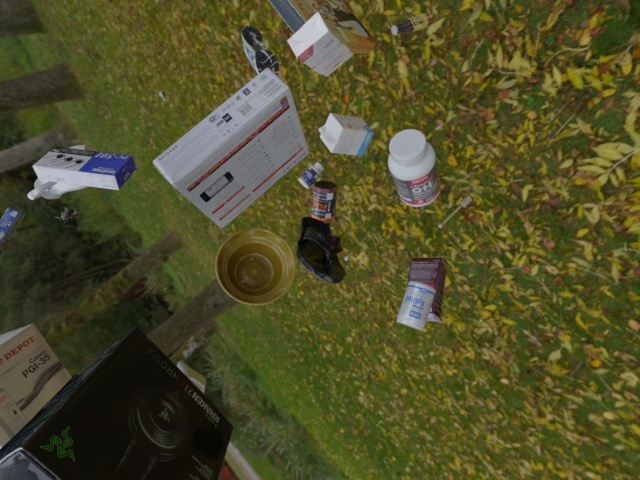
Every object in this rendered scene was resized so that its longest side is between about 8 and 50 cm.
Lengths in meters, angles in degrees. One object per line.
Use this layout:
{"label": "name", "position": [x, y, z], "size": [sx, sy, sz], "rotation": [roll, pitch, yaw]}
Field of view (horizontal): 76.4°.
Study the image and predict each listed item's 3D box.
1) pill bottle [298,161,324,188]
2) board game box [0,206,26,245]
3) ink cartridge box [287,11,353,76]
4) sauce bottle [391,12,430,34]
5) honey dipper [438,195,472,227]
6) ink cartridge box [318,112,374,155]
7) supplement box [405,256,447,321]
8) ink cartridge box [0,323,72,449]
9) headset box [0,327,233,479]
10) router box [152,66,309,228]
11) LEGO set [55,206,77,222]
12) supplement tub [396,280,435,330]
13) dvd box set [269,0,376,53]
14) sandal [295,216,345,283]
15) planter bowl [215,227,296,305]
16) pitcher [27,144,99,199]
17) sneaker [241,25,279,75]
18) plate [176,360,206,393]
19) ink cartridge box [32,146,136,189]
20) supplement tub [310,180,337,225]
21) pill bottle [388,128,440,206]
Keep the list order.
{"label": "pill bottle", "position": [-0.041, -0.302, 1.876], "size": [0.067, 0.120, 0.067], "rotation": [43, 177, 3]}
{"label": "board game box", "position": [-1.064, -0.013, 1.357], "size": [0.035, 0.201, 0.136], "rotation": [29, 167, -26]}
{"label": "ink cartridge box", "position": [0.006, -0.559, 1.180], "size": [0.115, 0.198, 0.067], "rotation": [-31, 81, 24]}
{"label": "sauce bottle", "position": [0.261, -0.622, 1.175], "size": [0.042, 0.128, 0.042], "rotation": [44, 152, 31]}
{"label": "honey dipper", "position": [0.501, -0.104, 1.521], "size": [0.030, 0.161, 0.030], "rotation": [46, 174, 6]}
{"label": "ink cartridge box", "position": [0.075, -0.334, 1.282], "size": [0.092, 0.143, 0.089], "rotation": [59, 137, 35]}
{"label": "supplement box", "position": [0.405, 0.186, 1.577], "size": [0.130, 0.239, 0.073], "rotation": [-2, 154, 38]}
{"label": "ink cartridge box", "position": [-0.656, 0.357, 0.874], "size": [0.117, 0.207, 0.282], "rotation": [-21, 105, 16]}
{"label": "headset box", "position": [-0.272, 0.301, 0.550], "size": [0.246, 0.131, 0.283], "rotation": [51, -170, -11]}
{"label": "router box", "position": [-0.197, -0.209, 1.019], "size": [0.082, 0.335, 0.301], "rotation": [46, 173, 17]}
{"label": "LEGO set", "position": [-0.850, -0.084, 1.370], "size": [0.083, 0.054, 0.023], "rotation": [9, 175, 14]}
{"label": "supplement tub", "position": [0.237, 0.160, 1.005], "size": [0.071, 0.107, 0.071], "rotation": [19, 169, 4]}
{"label": "dvd box set", "position": [0.010, -0.857, 1.571], "size": [0.307, 0.420, 0.062], "rotation": [54, 132, 6]}
{"label": "sandal", "position": [-0.002, -0.001, 1.454], "size": [0.445, 0.168, 0.107], "rotation": [-107, 37, -61]}
{"label": "planter bowl", "position": [-0.184, 0.081, 1.141], "size": [0.217, 0.217, 0.090], "rotation": [53, 158, 6]}
{"label": "pitcher", "position": [-0.786, -0.200, 1.258], "size": [0.125, 0.207, 0.177], "rotation": [57, -171, -24]}
{"label": "sneaker", "position": [-0.279, -0.847, 1.902], "size": [0.282, 0.110, 0.122], "rotation": [66, 164, 1]}
{"label": "plate", "position": [-0.529, 0.636, 1.568], "size": [0.045, 0.277, 0.278], "rotation": [9, 150, 12]}
{"label": "ink cartridge box", "position": [-0.594, -0.185, 1.033], "size": [0.207, 0.097, 0.046], "rotation": [8, 133, 2]}
{"label": "supplement tub", "position": [0.013, -0.145, 1.721], "size": [0.106, 0.106, 0.197], "rotation": [31, 129, 39]}
{"label": "pill bottle", "position": [0.358, -0.276, 1.561], "size": [0.176, 0.176, 0.318], "rotation": [37, 174, 32]}
